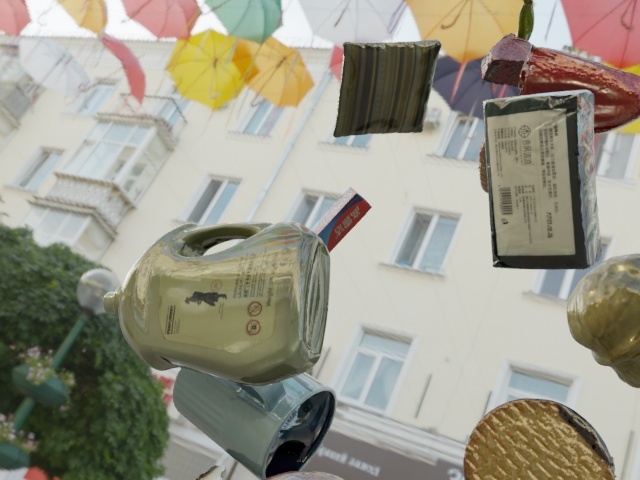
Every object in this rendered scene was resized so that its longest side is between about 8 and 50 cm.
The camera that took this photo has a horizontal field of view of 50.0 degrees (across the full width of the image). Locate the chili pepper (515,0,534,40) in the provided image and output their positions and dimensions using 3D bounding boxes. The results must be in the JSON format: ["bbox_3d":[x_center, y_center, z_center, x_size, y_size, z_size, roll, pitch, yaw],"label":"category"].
[{"bbox_3d":[0.454,-0.477,1.544,0.049,0.043,0.208,31,-27,12],"label":"chili pepper"}]

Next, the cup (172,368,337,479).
[{"bbox_3d":[-0.176,0.373,1.589,0.311,0.257,0.331,27,-2,30],"label":"cup"}]

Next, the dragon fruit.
[{"bbox_3d":[0.428,-0.411,1.557,0.147,0.096,0.102,3,-34,-20],"label":"dragon fruit"}]

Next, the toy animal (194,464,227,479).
[{"bbox_3d":[-0.249,0.694,1.595,0.249,0.174,0.289,151,-80,-79],"label":"toy animal"}]

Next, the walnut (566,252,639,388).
[{"bbox_3d":[0.727,0.180,1.579,0.282,0.277,0.253,51,-27,-20],"label":"walnut"}]

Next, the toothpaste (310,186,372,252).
[{"bbox_3d":[0.000,0.000,1.818,0.066,0.320,0.076,40,5,-21],"label":"toothpaste"}]

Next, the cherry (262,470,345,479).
[{"bbox_3d":[-0.026,0.402,0.848,0.230,0.300,0.203,45,-61,13],"label":"cherry"}]

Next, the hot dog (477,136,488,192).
[{"bbox_3d":[0.535,-0.226,2.139,0.088,0.061,0.286,18,-21,25],"label":"hot dog"}]

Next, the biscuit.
[{"bbox_3d":[0.466,0.497,1.473,0.318,0.318,0.040,16,-23,20],"label":"biscuit"}]

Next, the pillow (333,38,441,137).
[{"bbox_3d":[0.133,-0.308,1.400,0.212,0.052,0.208,-7,-50,-19],"label":"pillow"}]

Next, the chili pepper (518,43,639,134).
[{"bbox_3d":[0.486,-0.256,1.251,0.252,0.144,0.136,17,-26,15],"label":"chili pepper"}]

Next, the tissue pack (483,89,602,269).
[{"bbox_3d":[0.220,-0.060,0.682,0.103,0.090,0.170,0,-81,36],"label":"tissue pack"}]

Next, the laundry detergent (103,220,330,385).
[{"bbox_3d":[-0.122,0.063,0.742,0.253,0.181,0.091,-2,-22,20],"label":"laundry detergent"}]
